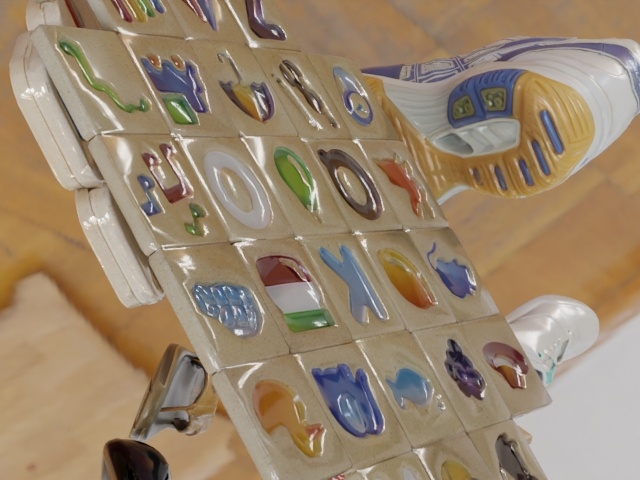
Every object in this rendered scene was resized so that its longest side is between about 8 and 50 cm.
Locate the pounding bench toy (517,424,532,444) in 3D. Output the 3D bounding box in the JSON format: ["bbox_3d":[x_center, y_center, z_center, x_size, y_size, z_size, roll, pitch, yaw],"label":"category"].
[{"bbox_3d":[0.080,0.138,1.045,0.083,0.052,0.065,-9,121,-39],"label":"pounding bench toy"}]

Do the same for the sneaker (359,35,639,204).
[{"bbox_3d":[0.108,-0.086,1.212,0.131,0.296,0.112,-30,112,-35],"label":"sneaker"}]

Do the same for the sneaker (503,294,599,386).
[{"bbox_3d":[0.199,0.107,1.603,0.212,0.094,0.080,-4,117,-37],"label":"sneaker"}]

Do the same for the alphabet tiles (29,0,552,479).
[{"bbox_3d":[0.000,0.000,0.827,0.011,0.342,0.285,-36,166,26],"label":"alphabet tiles"}]

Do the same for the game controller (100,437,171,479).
[{"bbox_3d":[-0.086,0.284,1.072,0.067,0.319,0.166,-18,156,-7],"label":"game controller"}]

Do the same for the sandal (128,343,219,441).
[{"bbox_3d":[-0.095,0.117,1.241,0.180,0.049,0.072,33,77,-79],"label":"sandal"}]

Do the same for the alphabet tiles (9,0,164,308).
[{"bbox_3d":[-0.109,-0.094,0.884,0.021,0.284,0.278,-17,123,10],"label":"alphabet tiles"}]

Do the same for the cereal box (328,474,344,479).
[{"bbox_3d":[0.087,0.242,1.195,0.173,0.240,0.047,-3,128,-32],"label":"cereal box"}]
